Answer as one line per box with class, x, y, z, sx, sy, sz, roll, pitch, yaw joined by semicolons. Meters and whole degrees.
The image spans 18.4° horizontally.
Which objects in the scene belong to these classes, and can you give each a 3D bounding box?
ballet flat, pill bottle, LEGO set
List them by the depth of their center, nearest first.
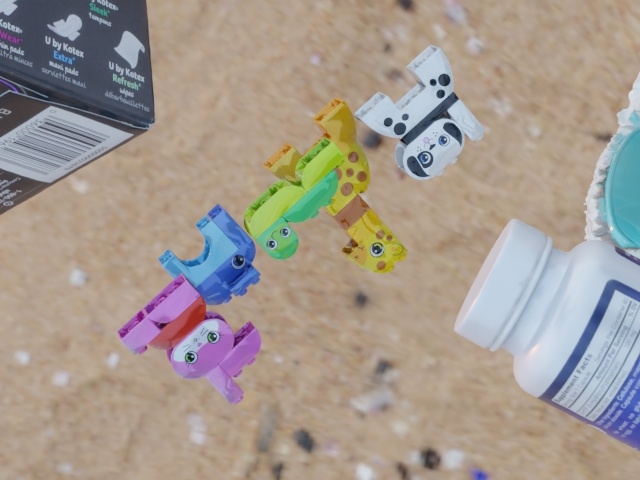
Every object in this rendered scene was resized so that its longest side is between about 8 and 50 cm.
LEGO set;0.000;0.000;1.084;0.227;0.093;0.087;-43;17;-1
pill bottle;0.188;0.065;1.275;0.186;0.112;0.112;28;92;0
ballet flat;0.338;-0.067;1.875;0.147;0.147;0.409;-3;35;28

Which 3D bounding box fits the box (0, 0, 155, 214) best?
box;-0.204;-0.170;1.116;0.165;0.143;0.270;-24;61;36
